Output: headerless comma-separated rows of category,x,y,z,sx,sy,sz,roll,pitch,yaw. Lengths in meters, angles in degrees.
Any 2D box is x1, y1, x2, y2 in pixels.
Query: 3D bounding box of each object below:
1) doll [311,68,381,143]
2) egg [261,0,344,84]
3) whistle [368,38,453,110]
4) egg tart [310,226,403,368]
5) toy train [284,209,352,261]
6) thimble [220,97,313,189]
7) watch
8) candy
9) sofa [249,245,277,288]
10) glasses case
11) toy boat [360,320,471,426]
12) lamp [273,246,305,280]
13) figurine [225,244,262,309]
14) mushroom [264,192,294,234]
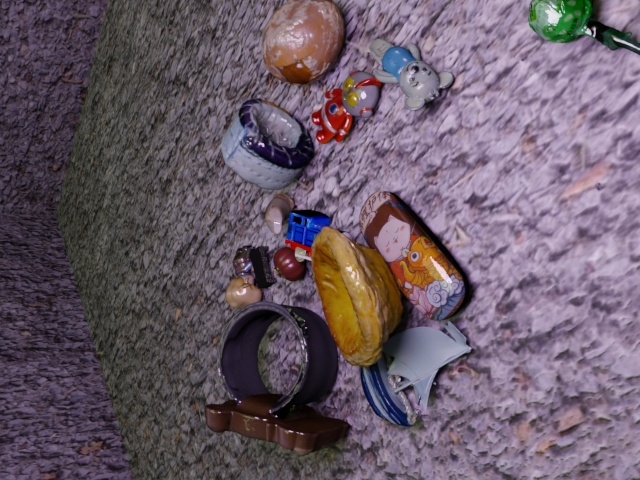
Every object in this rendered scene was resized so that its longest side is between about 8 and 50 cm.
doll,0.066,-0.325,1.203,0.245,0.076,0.142,-29,70,49
egg,-0.042,-0.491,1.236,0.233,0.195,0.194,-27,70,31
whistle,0.176,-0.370,1.073,0.114,0.077,0.235,-38,56,6
egg tart,0.082,0.115,1.081,0.319,0.128,0.318,164,90,-72
toy train,0.000,0.000,1.275,0.204,0.083,0.131,20,103,46
thimble,-0.143,-0.248,1.318,0.150,0.237,0.237,-49,56,36
watch,-0.090,0.326,1.278,0.335,0.314,0.326,5,83,34
candy,0.460,-0.302,0.767,0.323,0.097,0.097,45,123,29
sofa,-0.171,0.079,1.502,0.060,0.039,0.117,-34,66,45
glasses case,0.187,0.025,1.063,0.321,0.082,0.122,56,134,32
toy boat,0.194,0.286,1.067,0.292,0.070,0.210,-18,72,45
lamp,-0.084,0.064,1.367,0.101,0.090,0.101,51,166,18
figurine,-0.233,0.117,1.543,0.114,0.108,0.196,-20,57,37
mushroom,-0.113,-0.067,1.339,0.209,0.071,0.084,-81,2,-72
